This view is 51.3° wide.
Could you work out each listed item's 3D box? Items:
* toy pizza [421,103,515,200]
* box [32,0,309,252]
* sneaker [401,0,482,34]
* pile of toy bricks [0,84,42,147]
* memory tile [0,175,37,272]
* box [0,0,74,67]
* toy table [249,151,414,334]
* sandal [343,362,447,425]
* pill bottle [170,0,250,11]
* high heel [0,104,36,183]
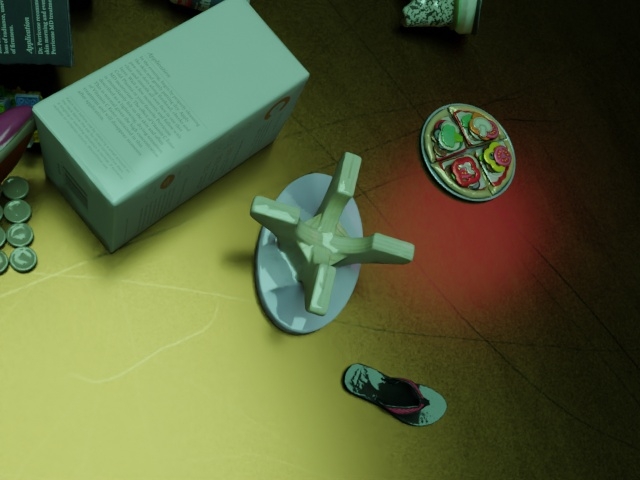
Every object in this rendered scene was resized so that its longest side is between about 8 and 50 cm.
[{"bbox_3d":[0.284,-0.171,1.257,0.201,0.032,0.201,6,71,-17],"label":"toy pizza"},{"bbox_3d":[-0.216,-0.170,0.985,0.345,0.215,0.168,-39,87,-26],"label":"box"},{"bbox_3d":[0.196,-0.586,1.314,0.182,0.158,0.410,-9,70,-3],"label":"sneaker"},{"bbox_3d":[-0.488,-0.202,0.978,0.212,0.118,0.105,1,33,-7],"label":"pile of toy bricks"},{"bbox_3d":[-0.474,-0.021,0.961,0.113,0.012,0.148,-7,76,-21],"label":"memory tile"},{"bbox_3d":[-0.492,-0.397,0.841,0.312,0.179,0.343,-5,108,-23],"label":"box"},{"bbox_3d":[0.000,0.000,1.035,0.252,0.161,0.274,6,72,-17],"label":"toy table"},{"bbox_3d":[0.122,0.246,1.060,0.179,0.040,0.067,23,67,-10],"label":"sandal"},{"bbox_3d":[-0.208,-0.449,1.139,0.180,0.108,0.108,11,70,-14],"label":"pill bottle"},{"bbox_3d":[-0.547,-0.082,0.847,0.377,0.127,0.181,-45,100,-7],"label":"high heel"}]
